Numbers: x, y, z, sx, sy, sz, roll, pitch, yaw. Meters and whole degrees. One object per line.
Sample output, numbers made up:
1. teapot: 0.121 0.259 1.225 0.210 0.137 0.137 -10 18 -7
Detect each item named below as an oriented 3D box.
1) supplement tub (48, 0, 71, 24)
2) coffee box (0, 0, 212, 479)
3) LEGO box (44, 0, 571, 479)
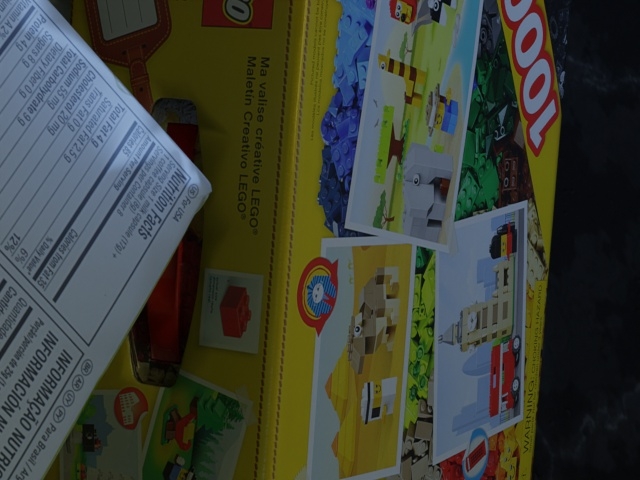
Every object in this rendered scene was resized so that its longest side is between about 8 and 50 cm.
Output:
1. supplement tub: -0.188 -0.237 1.384 0.191 0.191 0.272 38 52 -31
2. coffee box: -0.330 0.015 1.031 0.334 0.337 0.338 48 45 -23
3. LEGO box: 0.000 0.000 1.341 0.372 0.193 0.500 -1 96 -57
